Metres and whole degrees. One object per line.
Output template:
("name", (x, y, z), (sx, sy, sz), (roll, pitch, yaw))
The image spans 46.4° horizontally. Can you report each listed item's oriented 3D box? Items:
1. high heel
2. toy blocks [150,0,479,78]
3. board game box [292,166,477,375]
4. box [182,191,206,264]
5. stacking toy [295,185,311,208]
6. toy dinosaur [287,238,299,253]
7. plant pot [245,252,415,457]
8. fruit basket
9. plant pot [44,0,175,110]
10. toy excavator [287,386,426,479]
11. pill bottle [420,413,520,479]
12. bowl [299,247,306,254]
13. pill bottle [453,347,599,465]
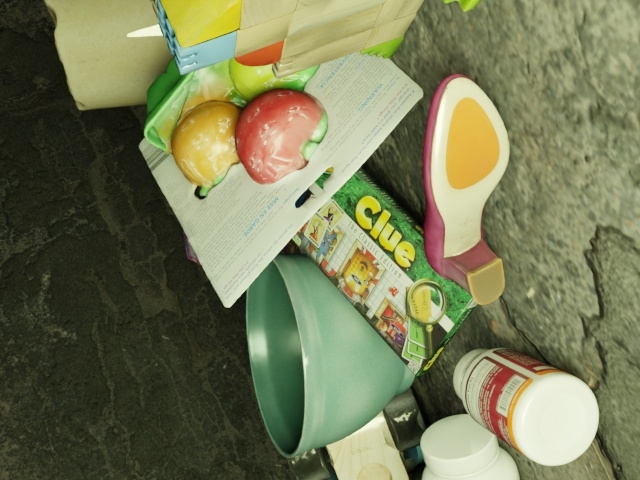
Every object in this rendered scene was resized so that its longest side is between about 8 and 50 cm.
("high heel", (0.122, -0.057, 0.709), (0.117, 0.082, 0.244), (53, 169, 52))
("toy blocks", (-0.027, -0.230, 0.596), (0.381, 0.261, 0.190), (132, 115, -76))
("board game box", (0.068, 0.020, 0.885), (0.259, 0.030, 0.136), (47, 122, 29))
("box", (-0.122, -0.108, 1.183), (0.057, 0.293, 0.201), (27, 162, 1))
("stacking toy", (0.040, -0.019, 1.008), (0.330, 0.141, 0.141), (53, 162, 29))
("toy dinosaur", (-0.069, -0.005, 1.411), (0.183, 0.053, 0.092), (-69, -26, -63))
("plant pot", (0.021, 0.152, 1.099), (0.293, 0.196, 0.292), (174, 90, -71))
("fruit basket", (-0.068, -0.140, 0.924), (0.165, 0.327, 0.353), (26, -160, -51))
("plant pot", (-0.278, -0.355, 1.227), (0.334, 0.306, 0.333), (165, 90, -77))
("toy excavator", (0.107, 0.425, 1.362), (0.445, 0.223, 0.432), (-100, -11, -85))
("pill bottle", (0.195, 0.333, 0.932), (0.121, 0.121, 0.216), (-146, 35, -68))
("bowl", (0.000, 0.000, 1.330), (0.142, 0.053, 0.142), (52, 160, 50))
("pill bottle", (0.192, 0.154, 0.731), (0.152, 0.086, 0.086), (-160, 49, -74))
